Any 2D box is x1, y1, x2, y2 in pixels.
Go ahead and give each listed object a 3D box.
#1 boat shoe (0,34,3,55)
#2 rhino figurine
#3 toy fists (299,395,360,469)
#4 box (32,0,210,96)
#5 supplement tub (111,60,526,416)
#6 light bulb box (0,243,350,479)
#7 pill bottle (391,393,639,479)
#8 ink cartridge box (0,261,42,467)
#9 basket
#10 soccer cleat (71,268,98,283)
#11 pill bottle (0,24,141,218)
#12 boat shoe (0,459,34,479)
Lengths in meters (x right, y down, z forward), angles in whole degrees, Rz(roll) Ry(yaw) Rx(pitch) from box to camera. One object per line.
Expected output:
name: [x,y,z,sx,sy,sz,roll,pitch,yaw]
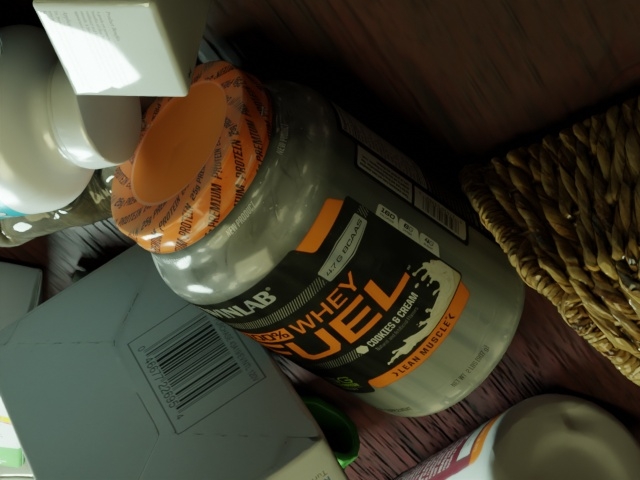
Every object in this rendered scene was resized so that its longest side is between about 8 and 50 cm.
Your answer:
boat shoe: [-0.410,-0.145,1.072,0.367,0.156,0.136,-21,147,11]
rhino figurine: [-0.220,-0.050,1.263,0.243,0.073,0.106,-10,140,25]
toy fists: [-0.098,0.209,1.638,0.279,0.096,0.142,24,133,-22]
box: [-0.134,-0.168,1.022,0.087,0.102,0.101,3,148,13]
supplement tub: [0.000,0.000,1.178,0.316,0.194,0.193,32,141,-34]
light bulb box: [-0.091,0.243,1.332,0.225,0.358,0.361,-32,130,-5]
pill bottle: [0.183,0.339,1.657,0.224,0.224,0.392,20,147,-19]
ink cartridge box: [-0.399,0.122,1.541,0.201,0.117,0.278,11,149,-5]
basket: [0.274,0.053,1.179,0.223,0.213,0.299,-23,137,40]
soccer cleat: [-0.228,0.141,1.523,0.121,0.093,0.289,19,138,-6]
pill bottle: [-0.275,-0.086,1.147,0.264,0.146,0.146,-8,145,24]
boat shoe: [-0.319,0.276,1.799,0.335,0.112,0.095,7,167,12]
